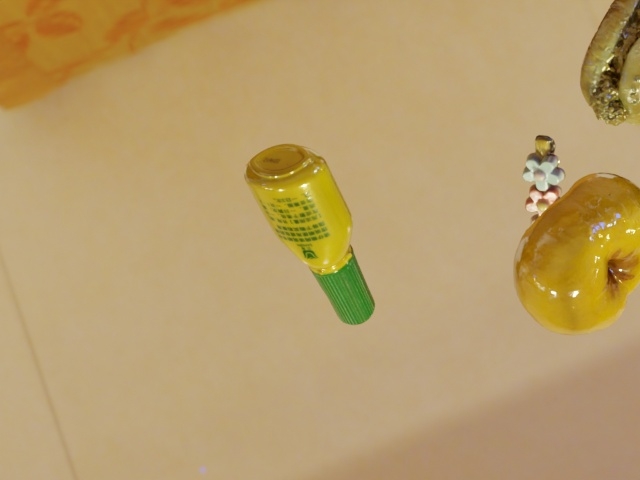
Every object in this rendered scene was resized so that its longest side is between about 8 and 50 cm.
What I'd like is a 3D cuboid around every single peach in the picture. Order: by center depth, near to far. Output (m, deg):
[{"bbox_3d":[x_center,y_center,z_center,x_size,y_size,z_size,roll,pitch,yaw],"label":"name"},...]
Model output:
[{"bbox_3d":[0.282,0.016,1.597,0.179,0.103,0.179,-25,130,-34],"label":"peach"}]

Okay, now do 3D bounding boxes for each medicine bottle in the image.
[{"bbox_3d":[0.000,0.000,1.662,0.095,0.064,0.260,-4,137,23],"label":"medicine bottle"}]

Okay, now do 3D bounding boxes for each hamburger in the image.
[{"bbox_3d":[0.451,-0.243,2.065,0.215,0.122,0.189,-57,150,1],"label":"hamburger"}]

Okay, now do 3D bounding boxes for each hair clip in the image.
[{"bbox_3d":[0.310,-0.047,2.086,0.062,0.056,0.214,4,135,20],"label":"hair clip"}]
